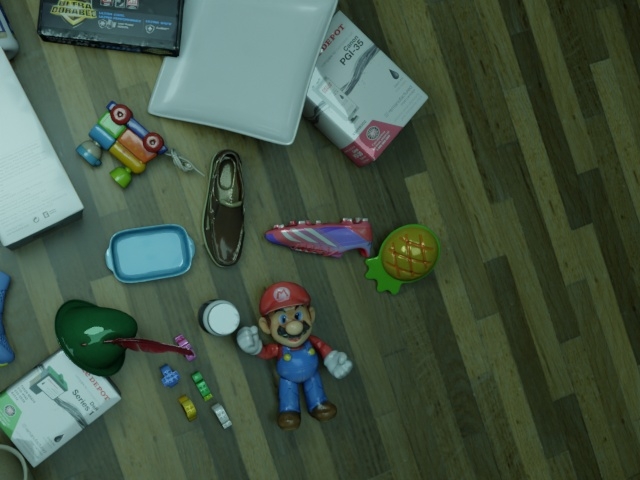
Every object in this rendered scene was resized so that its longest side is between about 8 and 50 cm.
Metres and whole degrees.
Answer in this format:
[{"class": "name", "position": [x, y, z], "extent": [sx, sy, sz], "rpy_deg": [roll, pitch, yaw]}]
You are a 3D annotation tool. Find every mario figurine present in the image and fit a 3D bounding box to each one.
[{"class": "mario figurine", "position": [-0.055, 0.246, 1.928], "extent": [0.198, 0.170, 0.320], "rpy_deg": [-21, 103, -49]}]

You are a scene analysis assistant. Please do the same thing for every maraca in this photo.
[{"class": "maraca", "position": [0.187, 0.042, 2.048], "extent": [0.185, 0.099, 0.127], "rpy_deg": [-40, 92, 13]}]

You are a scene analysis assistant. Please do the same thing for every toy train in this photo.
[{"class": "toy train", "position": [-0.383, -0.166, 1.905], "extent": [0.248, 0.105, 0.143], "rpy_deg": [41, 88, -10]}]

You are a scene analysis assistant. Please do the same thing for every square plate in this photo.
[{"class": "square plate", "position": [-0.164, -0.392, 1.929], "extent": [0.347, 0.049, 0.344], "rpy_deg": [15, 82, 17]}]

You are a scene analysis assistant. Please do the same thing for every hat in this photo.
[{"class": "hat", "position": [-0.395, 0.164, 1.810], "extent": [0.208, 0.183, 0.173], "rpy_deg": [34, 35, -41]}]

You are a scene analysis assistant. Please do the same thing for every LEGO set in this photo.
[{"class": "LEGO set", "position": [-0.272, 0.321, 1.909], "extent": [0.087, 0.093, 0.227], "rpy_deg": [-30, 95, -14]}]

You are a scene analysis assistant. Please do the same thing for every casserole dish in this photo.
[{"class": "casserole dish", "position": [-0.365, 0.028, 1.929], "extent": [0.188, 0.037, 0.114], "rpy_deg": [-9, 89, -16]}]

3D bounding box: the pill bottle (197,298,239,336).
[{"class": "pill bottle", "position": [-0.215, 0.164, 1.910], "extent": [0.078, 0.137, 0.078], "rpy_deg": [1, 87, -15]}]

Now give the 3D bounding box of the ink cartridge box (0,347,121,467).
[{"class": "ink cartridge box", "position": [-0.539, 0.325, 1.838], "extent": [0.219, 0.092, 0.160], "rpy_deg": [-39, 98, -13]}]

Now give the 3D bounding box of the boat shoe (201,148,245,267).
[{"class": "boat shoe", "position": [-0.207, -0.070, 1.944], "extent": [0.095, 0.095, 0.257], "rpy_deg": [-3, 88, -15]}]

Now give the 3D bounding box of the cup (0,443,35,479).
[{"class": "cup", "position": [-0.648, 0.592, 1.708], "extent": [0.331, 0.331, 0.237], "rpy_deg": [-33, 122, -14]}]

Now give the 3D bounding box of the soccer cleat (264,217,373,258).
[{"class": "soccer cleat", "position": [0.000, 0.000, 2.008], "extent": [0.248, 0.083, 0.095], "rpy_deg": [-5, 93, -18]}]

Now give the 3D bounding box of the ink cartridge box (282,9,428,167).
[{"class": "ink cartridge box", "position": [0.064, -0.336, 2.018], "extent": [0.283, 0.117, 0.207], "rpy_deg": [42, 79, -9]}]

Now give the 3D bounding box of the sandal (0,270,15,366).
[{"class": "sandal", "position": [-0.681, 0.101, 1.800], "extent": [0.138, 0.126, 0.317], "rpy_deg": [-25, 95, -19]}]

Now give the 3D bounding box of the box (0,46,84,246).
[{"class": "box", "position": [-0.620, -0.172, 1.778], "extent": [0.168, 0.215, 0.345], "rpy_deg": [-28, 95, -15]}]

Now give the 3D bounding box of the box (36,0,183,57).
[{"class": "box", "position": [-0.431, -0.553, 1.903], "extent": [0.295, 0.073, 0.293], "rpy_deg": [6, 88, -7]}]

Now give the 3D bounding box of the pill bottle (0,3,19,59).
[{"class": "pill bottle", "position": [-0.723, -0.476, 1.796], "extent": [0.153, 0.153, 0.265], "rpy_deg": [-24, 93, -15]}]
